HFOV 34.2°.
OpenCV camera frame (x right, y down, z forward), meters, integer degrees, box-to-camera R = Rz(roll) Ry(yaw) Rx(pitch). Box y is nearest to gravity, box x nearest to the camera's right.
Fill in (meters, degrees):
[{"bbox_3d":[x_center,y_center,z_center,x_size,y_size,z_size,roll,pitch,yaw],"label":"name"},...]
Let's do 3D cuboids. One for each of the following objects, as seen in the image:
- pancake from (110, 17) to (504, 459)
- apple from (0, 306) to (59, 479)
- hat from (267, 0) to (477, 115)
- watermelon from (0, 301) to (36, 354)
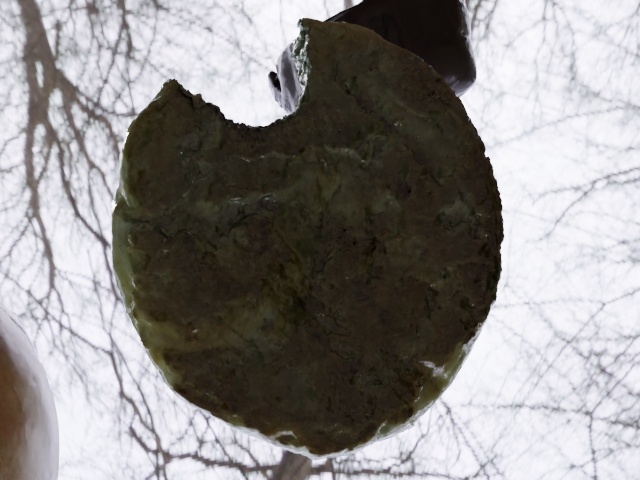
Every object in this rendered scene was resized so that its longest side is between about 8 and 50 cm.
[{"bbox_3d":[0.000,0.000,0.596,0.254,0.037,0.253,3,-98,-24],"label":"pancake"},{"bbox_3d":[-0.384,0.165,0.877,0.339,0.305,0.338,0,-95,-5],"label":"apple"},{"bbox_3d":[0.114,-0.197,1.144,0.336,0.238,0.209,-39,-97,18],"label":"hat"},{"bbox_3d":[-0.445,0.160,1.184,0.242,0.242,0.242,0,-123,-1],"label":"watermelon"}]
